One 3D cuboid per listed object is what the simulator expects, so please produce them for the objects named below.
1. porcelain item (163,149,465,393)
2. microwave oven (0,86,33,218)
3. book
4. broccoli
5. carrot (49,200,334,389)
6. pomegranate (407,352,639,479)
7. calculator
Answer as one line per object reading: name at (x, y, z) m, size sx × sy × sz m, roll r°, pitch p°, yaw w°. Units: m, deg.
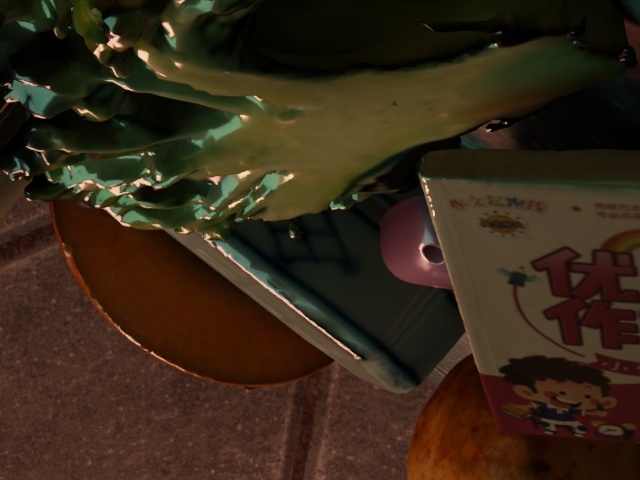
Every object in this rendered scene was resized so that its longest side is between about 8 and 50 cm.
porcelain item at (-0.012, -0.028, 1.102) m, size 0.281 × 0.157 × 0.286 m, roll 37°, pitch 174°, yaw -4°
microwave oven at (-0.356, -0.145, 1.118) m, size 0.247 × 0.394 × 0.333 m, roll 34°, pitch 174°, yaw 41°
book at (0.143, 0.034, 0.664) m, size 0.162 × 0.022 × 0.232 m, roll 1°, pitch 147°, yaw 16°
broccoli at (-0.014, -0.120, 0.645) m, size 0.242 × 0.273 × 0.180 m, roll 30°, pitch -132°, yaw -56°
carrot at (-0.093, -0.012, 1.281) m, size 0.307 × 0.258 × 0.100 m, roll 34°, pitch 161°, yaw -12°
pomegranate at (0.191, 0.206, 1.329) m, size 0.248 × 0.248 × 0.248 m, roll 38°, pitch 174°, yaw 4°
calculator at (0.126, 0.019, 0.803) m, size 0.194 × 0.043 × 0.294 m, roll 8°, pitch 176°, yaw 6°
